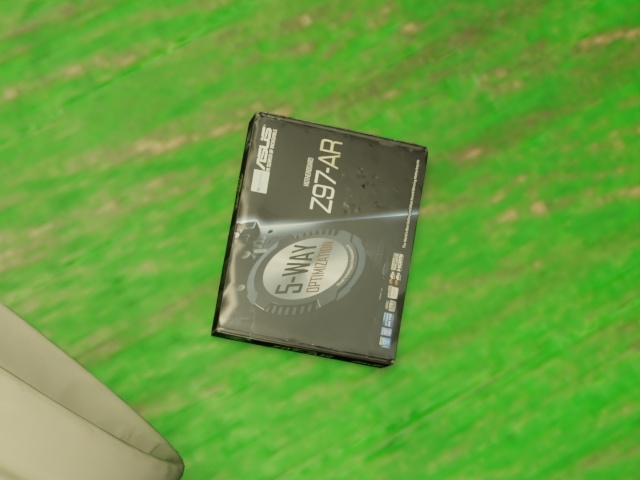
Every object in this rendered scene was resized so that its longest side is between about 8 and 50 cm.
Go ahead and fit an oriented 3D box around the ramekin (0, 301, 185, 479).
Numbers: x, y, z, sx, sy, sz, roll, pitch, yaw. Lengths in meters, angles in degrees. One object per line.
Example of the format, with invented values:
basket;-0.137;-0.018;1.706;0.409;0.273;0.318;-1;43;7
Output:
ramekin;-0.153;0.048;0.475;0.207;0.207;0.109;37;85;-3

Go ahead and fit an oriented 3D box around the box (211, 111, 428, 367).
box;0.000;0.000;0.602;0.067;0.018;0.083;12;79;-9
